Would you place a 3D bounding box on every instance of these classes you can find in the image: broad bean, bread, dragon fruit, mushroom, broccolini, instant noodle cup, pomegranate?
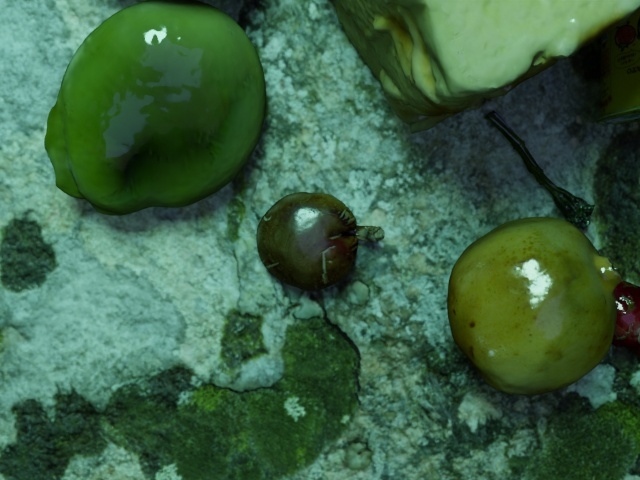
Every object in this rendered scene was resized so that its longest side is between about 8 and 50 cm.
[{"bbox_3d":[-0.194,-0.150,0.827,0.238,0.119,0.291,39,98,-24],"label":"broad bean"},{"bbox_3d":[0.200,-0.320,0.726,0.371,0.390,0.279,-34,98,-2],"label":"bread"},{"bbox_3d":[0.458,0.126,0.987,0.190,0.094,0.094,42,92,-17],"label":"dragon fruit"},{"bbox_3d":[0.000,0.001,0.906,0.171,0.080,0.135,-9,111,-3],"label":"mushroom"},{"bbox_3d":[0.304,-0.096,0.958,0.218,0.042,0.044,43,93,-6],"label":"broccolini"},{"bbox_3d":[0.446,-0.238,0.883,0.182,0.182,0.144,-8,90,-6],"label":"instant noodle cup"},{"bbox_3d":[0.268,0.081,0.884,0.233,0.233,0.233,-1,100,-7],"label":"pomegranate"}]
